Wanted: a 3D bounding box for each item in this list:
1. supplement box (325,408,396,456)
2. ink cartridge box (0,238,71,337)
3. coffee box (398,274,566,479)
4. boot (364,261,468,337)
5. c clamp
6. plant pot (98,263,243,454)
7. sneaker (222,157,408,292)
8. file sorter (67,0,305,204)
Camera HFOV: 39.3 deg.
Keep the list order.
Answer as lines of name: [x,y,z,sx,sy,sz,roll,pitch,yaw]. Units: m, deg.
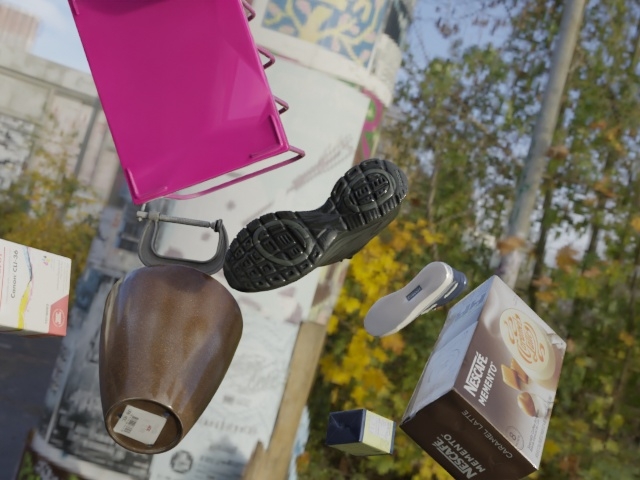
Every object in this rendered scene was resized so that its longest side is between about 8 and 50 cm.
supplement box: [0.068,0.326,1.513,0.083,0.056,0.083,29,-32,-35]
ink cartridge box: [-0.429,0.064,1.208,0.067,0.115,0.198,-6,-14,24]
coffee box: [0.206,0.174,1.101,0.141,0.098,0.246,44,36,-4]
boot: [0.169,0.113,1.563,0.086,0.190,0.069,24,35,-50]
c clamp: [-0.212,-0.013,1.371,0.161,0.137,0.022,13,-24,6]
plant pot: [-0.232,0.186,1.288,0.215,0.215,0.230,16,33,-8]
sneaker: [0.000,0.000,1.265,0.286,0.109,0.130,-27,-22,-4]
file sorter: [-0.162,-0.212,1.159,0.202,0.290,0.182,-19,-3,10]
